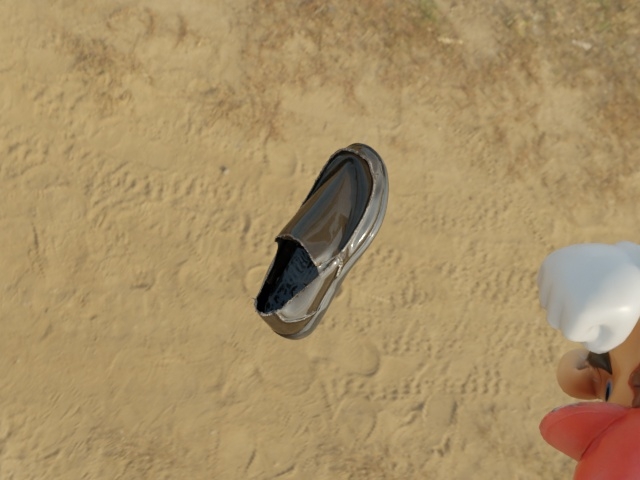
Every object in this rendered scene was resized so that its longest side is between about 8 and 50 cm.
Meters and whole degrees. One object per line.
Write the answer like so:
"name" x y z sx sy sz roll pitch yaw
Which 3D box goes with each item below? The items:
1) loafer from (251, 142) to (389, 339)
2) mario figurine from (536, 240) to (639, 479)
"loafer" 0.000 0.000 0.855 0.078 0.080 0.220 23 91 -62
"mario figurine" 0.219 0.031 0.529 0.198 0.170 0.320 31 70 -4
